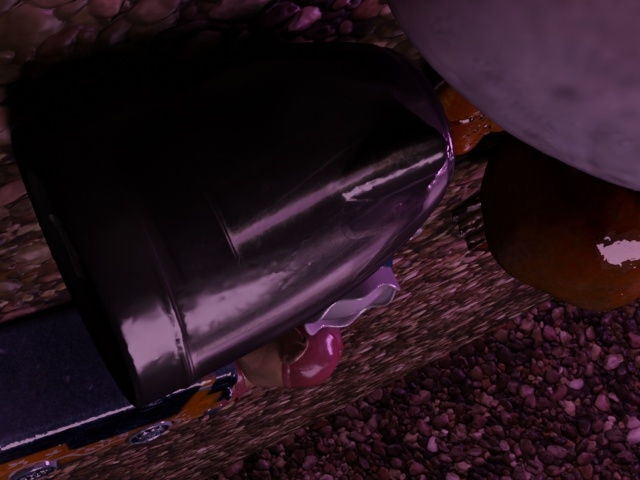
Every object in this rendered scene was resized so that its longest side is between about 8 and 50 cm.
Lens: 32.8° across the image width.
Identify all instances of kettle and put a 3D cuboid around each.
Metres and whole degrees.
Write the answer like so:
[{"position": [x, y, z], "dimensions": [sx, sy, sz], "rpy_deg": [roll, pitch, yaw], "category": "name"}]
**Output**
[{"position": [-0.058, -0.044, 0.886], "dimensions": [0.324, 0.228, 0.321], "rpy_deg": [-25, -168, -17], "category": "kettle"}]

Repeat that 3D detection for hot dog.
[{"position": [0.175, -0.161, 1.063], "dimensions": [0.144, 0.075, 0.268], "rpy_deg": [-24, 168, -13], "category": "hot dog"}]

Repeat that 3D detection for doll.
[{"position": [-0.093, 0.152, 1.560], "dimensions": [0.255, 0.152, 0.196], "rpy_deg": [-12, -160, 11], "category": "doll"}]

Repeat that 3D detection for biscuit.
[{"position": [0.301, -0.035, 1.703], "dimensions": [0.106, 0.070, 0.252], "rpy_deg": [-33, 163, 24], "category": "biscuit"}]

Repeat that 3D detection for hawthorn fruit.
[{"position": [0.344, -0.067, 1.327], "dimensions": [0.267, 0.268, 0.301], "rpy_deg": [-20, 162, -17], "category": "hawthorn fruit"}]

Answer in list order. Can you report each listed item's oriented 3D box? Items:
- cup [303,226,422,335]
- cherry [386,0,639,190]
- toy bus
[{"position": [0.000, 0.000, 1.140], "dimensions": [0.299, 0.173, 0.167], "rpy_deg": [-11, 161, -43], "category": "cup"}, {"position": [0.199, -0.173, 0.614], "dimensions": [0.335, 0.326, 0.291], "rpy_deg": [-23, -153, 0], "category": "cherry"}, {"position": [-0.272, 0.166, 1.302], "dimensions": [0.323, 0.162, 0.194], "rpy_deg": [-16, 160, -25], "category": "toy bus"}]
